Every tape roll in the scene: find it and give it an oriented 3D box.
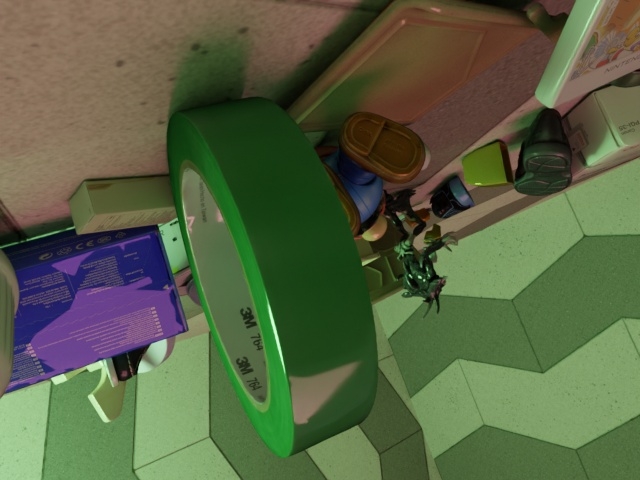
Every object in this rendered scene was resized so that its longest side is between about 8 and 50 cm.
[{"bbox_3d":[-0.060,0.032,0.527,0.077,0.321,0.321,-17,170,-21],"label":"tape roll"}]

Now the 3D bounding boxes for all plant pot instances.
[{"bbox_3d":[0.332,-0.144,1.119,0.083,0.081,0.081,-12,176,29],"label":"plant pot"}]

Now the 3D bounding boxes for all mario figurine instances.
[{"bbox_3d":[0.048,-0.043,0.648,0.198,0.170,0.320,-8,-178,0],"label":"mario figurine"}]

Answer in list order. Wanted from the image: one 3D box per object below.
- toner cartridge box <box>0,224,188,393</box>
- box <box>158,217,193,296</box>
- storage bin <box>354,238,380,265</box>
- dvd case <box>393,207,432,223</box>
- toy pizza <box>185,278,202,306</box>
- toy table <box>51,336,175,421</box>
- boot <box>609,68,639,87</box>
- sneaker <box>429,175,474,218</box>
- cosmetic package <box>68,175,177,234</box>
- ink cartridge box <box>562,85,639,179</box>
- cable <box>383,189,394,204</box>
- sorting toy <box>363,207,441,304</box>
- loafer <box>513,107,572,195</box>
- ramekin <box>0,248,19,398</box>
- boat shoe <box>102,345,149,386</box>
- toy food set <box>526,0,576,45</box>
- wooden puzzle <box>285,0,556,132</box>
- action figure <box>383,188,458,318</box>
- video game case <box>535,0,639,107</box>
[{"bbox_3d":[-0.358,0.090,0.695,0.348,0.165,0.075,-17,-147,-17],"label":"toner cartridge box"},{"bbox_3d":[-0.190,0.027,0.940,0.169,0.087,0.290,-25,170,21],"label":"box"},{"bbox_3d":[-0.058,0.049,1.242,0.260,0.123,0.262,-15,170,-33],"label":"storage bin"},{"bbox_3d":[0.250,-0.064,1.593,0.119,0.013,0.087,-12,167,-39],"label":"dvd case"},{"bbox_3d":[-0.105,0.074,0.865,0.201,0.032,0.201,-1,154,0],"label":"toy pizza"},{"bbox_3d":[-0.448,0.229,1.177,0.274,0.252,0.161,-40,177,41],"label":"toy table"},{"bbox_3d":[0.463,-0.297,0.597,0.264,0.096,0.280,-14,164,6],"label":"boot"},{"bbox_3d":[0.310,-0.093,1.344,0.090,0.081,0.232,-30,170,10],"label":"sneaker"},{"bbox_3d":[-0.216,-0.042,0.634,0.115,0.041,0.060,-10,167,-46],"label":"cosmetic package"},{"bbox_3d":[0.586,-0.219,1.099,0.207,0.117,0.283,-20,171,-3],"label":"ink cartridge box"},{"bbox_3d":[0.056,-0.064,1.075,0.150,0.047,0.184,-27,169,34],"label":"cable"},{"bbox_3d":[0.177,0.035,1.400,0.307,0.229,0.041,-25,140,-16],"label":"sorting toy"},{"bbox_3d":[0.439,-0.162,1.093,0.109,0.095,0.302,4,172,17],"label":"loafer"},{"bbox_3d":[-0.409,0.103,0.493,0.273,0.127,0.273,-23,148,-15],"label":"ramekin"},{"bbox_3d":[-0.305,0.125,0.903,0.091,0.114,0.302,-10,-154,-16],"label":"boat shoe"},{"bbox_3d":[0.266,-0.230,0.449,0.132,0.038,0.192,-7,149,-52],"label":"toy food set"},{"bbox_3d":[0.083,-0.171,0.558,0.221,0.044,0.239,-13,173,-40],"label":"wooden puzzle"},{"bbox_3d":[0.229,0.026,1.245,0.141,0.275,0.164,-15,169,-26],"label":"action figure"},{"bbox_3d":[0.284,-0.221,0.423,0.206,0.026,0.227,-25,151,-16],"label":"video game case"}]
